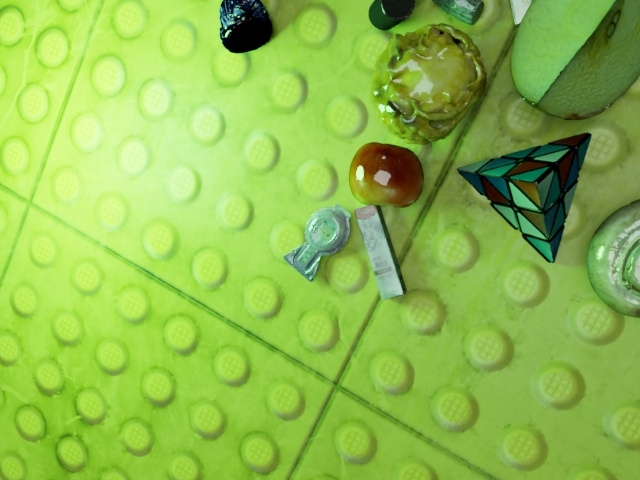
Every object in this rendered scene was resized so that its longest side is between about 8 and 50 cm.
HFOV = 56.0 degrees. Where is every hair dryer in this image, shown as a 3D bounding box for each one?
[{"bbox_3d":[0.210,-0.555,1.288,0.248,0.114,0.070,-45,104,-3],"label":"hair dryer"}]

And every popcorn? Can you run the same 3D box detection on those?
[{"bbox_3d":[0.215,-0.327,1.240,0.250,0.190,0.250,-3,74,12],"label":"popcorn"}]

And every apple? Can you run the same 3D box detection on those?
[{"bbox_3d":[0.504,-0.382,1.138,0.254,0.179,0.346,35,97,8],"label":"apple"},{"bbox_3d":[0.141,-0.142,1.290,0.163,0.163,0.139,6,93,18],"label":"apple"}]

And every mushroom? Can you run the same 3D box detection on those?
[{"bbox_3d":[0.638,0.034,1.131,0.255,0.184,0.254,-2,87,31],"label":"mushroom"}]

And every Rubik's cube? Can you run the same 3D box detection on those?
[{"bbox_3d":[0.403,-0.149,1.251,0.234,0.284,0.250,20,74,37],"label":"Rubik's cube"}]

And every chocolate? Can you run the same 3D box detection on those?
[{"bbox_3d":[-0.208,-0.619,1.406,0.148,0.126,0.343,-31,73,55],"label":"chocolate"}]

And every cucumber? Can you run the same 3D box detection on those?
[{"bbox_3d":[0.290,-0.503,1.269,0.112,0.064,0.064,41,104,8],"label":"cucumber"}]

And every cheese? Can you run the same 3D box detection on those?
[{"bbox_3d":[0.000,0.000,1.405,0.105,0.042,0.191,39,106,14],"label":"cheese"}]

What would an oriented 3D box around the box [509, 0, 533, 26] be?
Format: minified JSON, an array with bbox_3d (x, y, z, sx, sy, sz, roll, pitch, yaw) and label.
[{"bbox_3d":[0.473,-0.506,1.228,0.167,0.024,0.090,-12,91,17],"label":"box"}]

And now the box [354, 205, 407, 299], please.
[{"bbox_3d":[0.136,0.024,1.364,0.055,0.039,0.218,-19,87,20],"label":"box"}]
